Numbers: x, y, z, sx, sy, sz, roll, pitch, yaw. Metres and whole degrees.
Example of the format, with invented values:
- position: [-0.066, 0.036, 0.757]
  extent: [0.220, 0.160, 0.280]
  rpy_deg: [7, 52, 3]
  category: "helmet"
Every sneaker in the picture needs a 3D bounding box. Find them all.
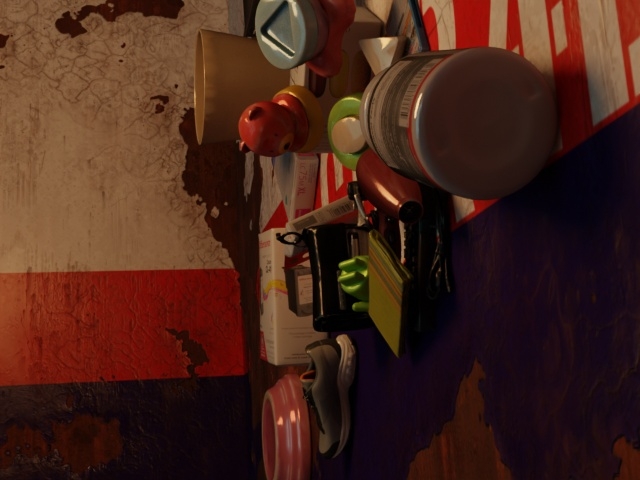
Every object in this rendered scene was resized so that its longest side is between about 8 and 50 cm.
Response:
- position: [0.008, 0.314, 1.919]
  extent: [0.100, 0.107, 0.272]
  rpy_deg: [-125, 35, -66]
  category: "sneaker"

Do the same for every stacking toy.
- position: [-0.015, -0.248, 1.560]
  extent: [0.279, 0.130, 0.309]
  rpy_deg: [31, 126, 37]
  category: "stacking toy"

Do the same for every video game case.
- position: [0.135, -0.319, 1.503]
  extent: [0.119, 0.015, 0.166]
  rpy_deg: [108, 158, -54]
  category: "video game case"

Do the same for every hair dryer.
- position: [0.112, -0.031, 1.426]
  extent: [0.293, 0.080, 0.224]
  rpy_deg: [99, 151, -77]
  category: "hair dryer"

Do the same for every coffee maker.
- position: [0.018, 0.071, 1.706]
  extent: [0.120, 0.171, 0.178]
  rpy_deg: [45, -141, -62]
  category: "coffee maker"

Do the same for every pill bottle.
- position: [0.146, -0.142, 1.121]
  extent: [0.283, 0.161, 0.161]
  rpy_deg: [-141, 51, -75]
  category: "pill bottle"

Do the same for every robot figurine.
- position: [0.079, 0.068, 1.587]
  extent: [0.067, 0.115, 0.101]
  rpy_deg: [-21, 56, 36]
  category: "robot figurine"

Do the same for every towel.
- position: [0.103, 0.084, 1.445]
  extent: [0.102, 0.021, 0.237]
  rpy_deg: [58, 165, 31]
  category: "towel"

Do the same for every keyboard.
- position: [0.151, -0.022, 1.414]
  extent: [0.201, 0.033, 0.317]
  rpy_deg: [-165, 73, -77]
  category: "keyboard"

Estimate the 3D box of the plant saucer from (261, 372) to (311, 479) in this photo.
- position: [-0.094, 0.510, 2.460]
  extent: [0.332, 0.084, 0.332]
  rpy_deg: [179, 90, -77]
  category: "plant saucer"

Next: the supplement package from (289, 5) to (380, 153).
- position: [0.020, -0.295, 1.741]
  extent: [0.134, 0.139, 0.244]
  rpy_deg: [-115, 26, -62]
  category: "supplement package"

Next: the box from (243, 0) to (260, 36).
- position: [-0.103, -0.622, 2.280]
  extent: [0.270, 0.143, 0.165]
  rpy_deg: [118, 149, -67]
  category: "box"

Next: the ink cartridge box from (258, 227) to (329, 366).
- position: [-0.065, 0.127, 2.192]
  extent: [0.226, 0.131, 0.306]
  rpy_deg: [166, 102, -78]
  category: "ink cartridge box"

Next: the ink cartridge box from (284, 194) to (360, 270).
- position: [0.000, 0.000, 1.852]
  extent: [0.045, 0.145, 0.179]
  rpy_deg: [56, 160, 28]
  category: "ink cartridge box"

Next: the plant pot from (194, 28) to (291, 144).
- position: [-0.139, -0.342, 2.157]
  extent: [0.256, 0.273, 0.257]
  rpy_deg: [179, 90, -77]
  category: "plant pot"

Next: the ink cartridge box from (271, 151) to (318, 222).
- position: [-0.066, -0.196, 2.332]
  extent: [0.311, 0.065, 0.186]
  rpy_deg: [-111, 23, -53]
  category: "ink cartridge box"
